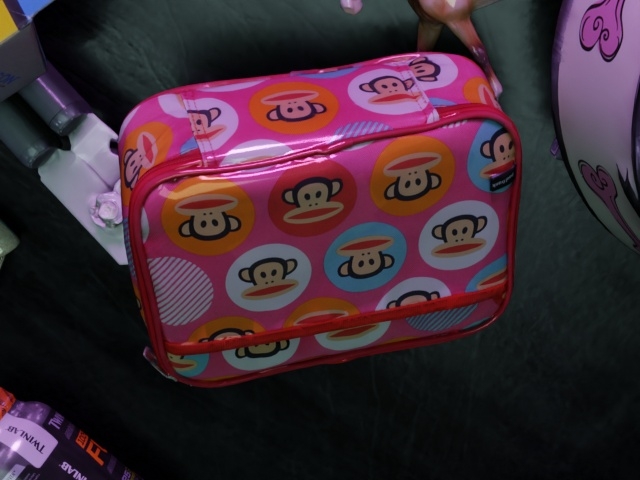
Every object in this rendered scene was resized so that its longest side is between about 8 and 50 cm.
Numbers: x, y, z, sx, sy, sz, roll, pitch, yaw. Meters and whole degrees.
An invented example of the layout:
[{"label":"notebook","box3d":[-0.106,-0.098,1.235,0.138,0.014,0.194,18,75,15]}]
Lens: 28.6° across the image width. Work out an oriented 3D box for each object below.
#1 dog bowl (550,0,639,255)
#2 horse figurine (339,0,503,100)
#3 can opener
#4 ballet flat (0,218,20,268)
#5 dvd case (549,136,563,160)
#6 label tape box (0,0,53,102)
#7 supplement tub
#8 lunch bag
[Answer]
[{"label":"dog bowl","box3d":[0.373,-0.111,0.848,0.408,0.150,0.407,-4,119,-8]},{"label":"horse figurine","box3d":[0.147,-0.187,0.941,0.263,0.066,0.174,-16,112,11]},{"label":"can opener","box3d":[-0.215,-0.095,1.001,0.280,0.093,0.074,45,105,-2]},{"label":"ballet flat","box3d":[-0.316,0.049,1.071,0.052,0.057,0.168,34,109,-18]},{"label":"dvd case","box3d":[0.304,-0.107,0.938,0.221,0.018,0.164,13,120,-16]},{"label":"label tape box","box3d":[-0.315,-0.199,0.913,0.334,0.106,0.240,-30,82,14]},{"label":"supplement tub","box3d":[-0.234,0.220,1.091,0.190,0.117,0.117,41,108,-10]},{"label":"lunch bag","box3d":[0.000,0.000,0.952,0.293,0.120,0.258,-11,132,-8]}]
